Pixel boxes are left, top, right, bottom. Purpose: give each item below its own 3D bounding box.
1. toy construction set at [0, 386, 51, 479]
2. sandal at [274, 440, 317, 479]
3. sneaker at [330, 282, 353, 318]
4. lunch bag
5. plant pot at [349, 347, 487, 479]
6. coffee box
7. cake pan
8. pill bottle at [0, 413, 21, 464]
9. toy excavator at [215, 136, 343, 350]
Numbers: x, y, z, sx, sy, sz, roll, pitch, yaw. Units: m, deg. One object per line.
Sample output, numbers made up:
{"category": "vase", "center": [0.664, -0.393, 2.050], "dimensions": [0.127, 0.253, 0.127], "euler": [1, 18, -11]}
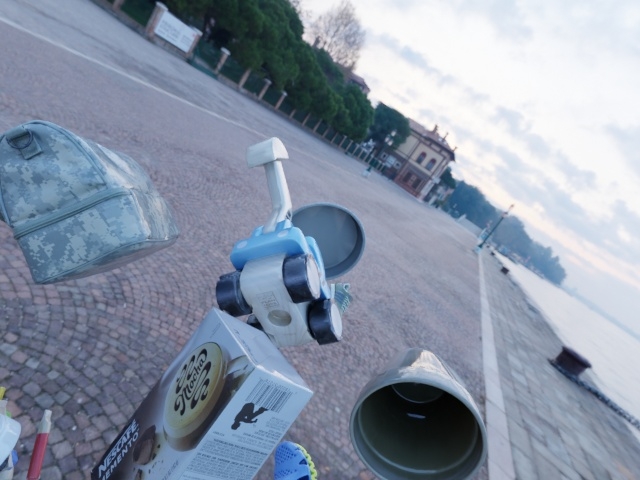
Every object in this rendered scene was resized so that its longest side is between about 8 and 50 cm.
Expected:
{"category": "toy construction set", "center": [-0.694, 0.350, 0.808], "dimensions": [0.309, 0.258, 0.237], "euler": [50, 29, -53]}
{"category": "sandal", "center": [-0.083, 0.684, 1.053], "dimensions": [0.138, 0.126, 0.317], "euler": [27, 27, -31]}
{"category": "sneaker", "center": [0.088, 0.238, 1.601], "dimensions": [0.192, 0.086, 0.064], "euler": [-94, 173, -51]}
{"category": "lunch bag", "center": [-0.430, -0.074, 0.763], "dimensions": [0.305, 0.213, 0.256], "euler": [-159, -133, -85]}
{"category": "plant pot", "center": [0.259, 0.443, 1.092], "dimensions": [0.323, 0.323, 0.280], "euler": [35, 19, 4]}
{"category": "coffee box", "center": [-0.171, 0.269, 0.560], "dimensions": [0.119, 0.297, 0.168], "euler": [39, -5, -36]}
{"category": "cake pan", "center": [0.000, 0.000, 1.320], "dimensions": [0.293, 0.293, 0.054], "euler": [29, 23, -19]}
{"category": "pill bottle", "center": [-0.396, 0.192, 0.415], "dimensions": [0.137, 0.078, 0.078], "euler": [56, -1, -36]}
{"category": "toy excavator", "center": [-0.106, 0.003, 1.042], "dimensions": [0.445, 0.223, 0.432], "euler": [-84, 154, -55]}
